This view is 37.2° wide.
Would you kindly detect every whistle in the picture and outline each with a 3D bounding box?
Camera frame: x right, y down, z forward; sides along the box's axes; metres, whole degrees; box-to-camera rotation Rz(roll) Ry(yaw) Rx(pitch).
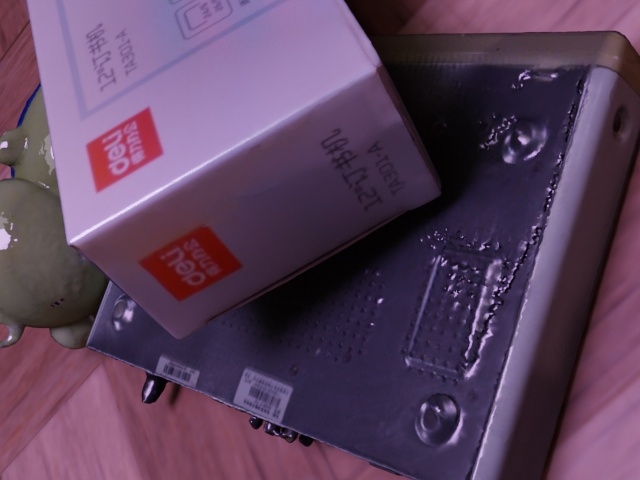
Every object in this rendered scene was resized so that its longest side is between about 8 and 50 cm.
[{"bbox_3d":[-0.140,-0.044,0.555,0.085,0.105,0.227,0,64,50],"label":"whistle"}]

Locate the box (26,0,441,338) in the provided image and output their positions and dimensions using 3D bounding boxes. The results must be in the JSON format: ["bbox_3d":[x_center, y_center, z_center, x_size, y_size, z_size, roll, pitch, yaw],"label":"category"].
[{"bbox_3d":[-0.056,-0.097,0.441,0.135,0.079,0.269,-29,47,6],"label":"box"}]

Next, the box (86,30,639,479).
[{"bbox_3d":[0.000,0.000,0.449,0.270,0.045,0.211,13,80,44],"label":"box"}]
